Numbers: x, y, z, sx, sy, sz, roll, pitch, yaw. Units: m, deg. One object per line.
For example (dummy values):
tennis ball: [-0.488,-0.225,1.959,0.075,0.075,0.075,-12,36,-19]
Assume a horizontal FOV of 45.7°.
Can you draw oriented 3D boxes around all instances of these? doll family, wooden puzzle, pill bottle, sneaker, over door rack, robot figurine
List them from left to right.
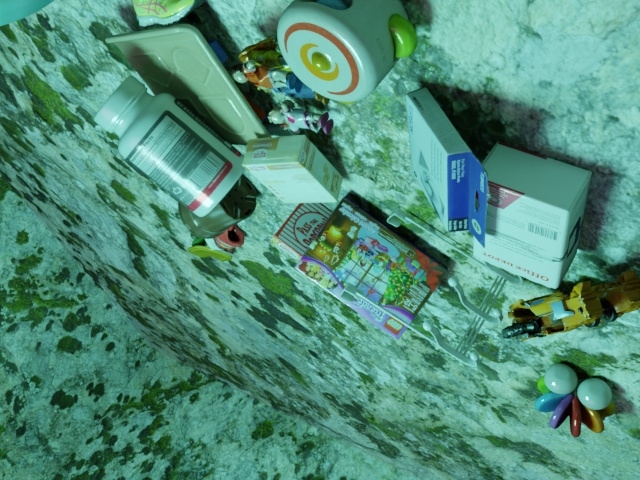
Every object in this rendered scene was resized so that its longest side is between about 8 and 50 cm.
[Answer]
sneaker: [-0.311,-0.479,1.491,0.208,0.081,0.094,5,130,42]
pill bottle: [-0.334,-0.214,1.687,0.318,0.176,0.176,40,155,-14]
wooden puzzle: [-0.269,-0.344,1.670,0.322,0.080,0.348,10,149,47]
sneaker: [-0.296,-0.078,2.174,0.118,0.107,0.279,0,143,24]
doll family: [-0.071,-0.310,1.469,0.163,0.118,0.263,16,167,26]
over door rack: [0.232,0.084,1.579,0.324,0.239,0.108,28,156,16]
robot figurine: [0.474,0.132,1.458,0.291,0.211,0.085,143,115,-67]

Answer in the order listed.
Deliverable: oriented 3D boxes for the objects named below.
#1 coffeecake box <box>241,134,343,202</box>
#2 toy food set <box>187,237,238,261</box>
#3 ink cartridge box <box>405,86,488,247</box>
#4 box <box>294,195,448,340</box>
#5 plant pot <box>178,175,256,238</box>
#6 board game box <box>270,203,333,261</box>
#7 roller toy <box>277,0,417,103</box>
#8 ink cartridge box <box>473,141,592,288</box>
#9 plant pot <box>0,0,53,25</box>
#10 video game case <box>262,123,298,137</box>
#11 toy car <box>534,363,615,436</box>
coffeecake box: [-0.058,-0.151,1.646,0.142,0.068,0.185,1,157,29]
toy food set: [-0.334,0.013,2.394,0.128,0.071,0.218,21,165,-26]
ink cartridge box: [0.219,-0.119,1.338,0.223,0.045,0.224,75,170,-53]
box: [0.117,0.063,1.743,0.293,0.201,0.057,35,-170,3]
plant pot: [-0.264,-0.099,2.003,0.167,0.167,0.165,47,146,-21]
board game box: [0.000,0.000,1.840,0.193,0.146,0.045,35,155,1]
roller toy: [0.032,-0.327,1.232,0.191,0.146,0.209,43,155,-12]
ink cartridge box: [0.370,-0.041,1.352,0.172,0.100,0.237,24,152,26]
plant pot: [-0.616,-0.564,1.544,0.166,0.234,0.165,42,154,-10]
video game case: [-0.082,-0.203,1.742,0.143,0.019,0.157,12,146,42]
toy car: [0.586,0.388,1.777,0.182,0.136,0.159,23,152,27]
